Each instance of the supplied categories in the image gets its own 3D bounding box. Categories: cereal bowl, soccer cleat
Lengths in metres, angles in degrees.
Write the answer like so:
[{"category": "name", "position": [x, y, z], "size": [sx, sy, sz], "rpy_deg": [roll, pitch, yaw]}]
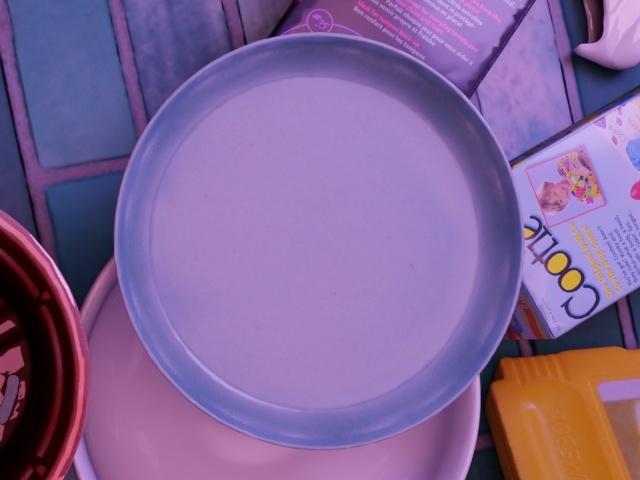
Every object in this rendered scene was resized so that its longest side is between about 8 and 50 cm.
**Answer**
[{"category": "cereal bowl", "position": [-0.045, 0.124, 1.130], "size": [0.339, 0.141, 0.338], "rpy_deg": [1, 86, -11]}, {"category": "soccer cleat", "position": [0.282, -0.256, 1.266], "size": [0.076, 0.068, 0.196], "rpy_deg": [10, 87, -7]}]

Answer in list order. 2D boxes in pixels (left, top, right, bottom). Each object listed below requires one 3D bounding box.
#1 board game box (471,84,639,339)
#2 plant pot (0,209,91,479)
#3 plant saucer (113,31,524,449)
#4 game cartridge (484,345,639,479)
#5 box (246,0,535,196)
[{"category": "board game box", "position": [0.258, -0.041, 1.203], "size": [0.275, 0.142, 0.144], "rpy_deg": [-29, 92, -12]}, {"category": "plant pot", "position": [-0.313, 0.100, 1.016], "size": [0.273, 0.265, 0.272], "rpy_deg": [1, 86, -12]}, {"category": "plant saucer", "position": [0.000, 0.000, 1.055], "size": [0.318, 0.044, 0.317], "rpy_deg": [1, 87, -12]}, {"category": "game cartridge", "position": [0.322, 0.208, 1.163], "size": [0.324, 0.052, 0.285], "rpy_deg": [-3, 48, -12]}, {"category": "box", "position": [0.061, -0.182, 1.173], "size": [0.165, 0.143, 0.270], "rpy_deg": [36, 81, -8]}]
